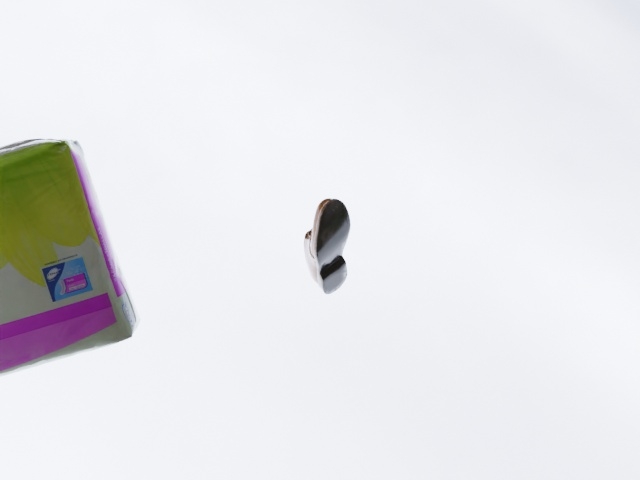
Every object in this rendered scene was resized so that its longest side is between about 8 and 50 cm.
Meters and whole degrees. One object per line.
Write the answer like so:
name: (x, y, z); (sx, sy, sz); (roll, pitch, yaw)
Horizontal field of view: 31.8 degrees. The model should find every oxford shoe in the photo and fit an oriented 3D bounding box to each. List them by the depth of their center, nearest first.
oxford shoe: (0.000, 0.000, 1.867); (0.076, 0.212, 0.076); (-30, -123, -27)

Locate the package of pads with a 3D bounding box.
package of pads: (-0.364, 0.029, 1.169); (0.101, 0.297, 0.229); (-115, 8, -82)
